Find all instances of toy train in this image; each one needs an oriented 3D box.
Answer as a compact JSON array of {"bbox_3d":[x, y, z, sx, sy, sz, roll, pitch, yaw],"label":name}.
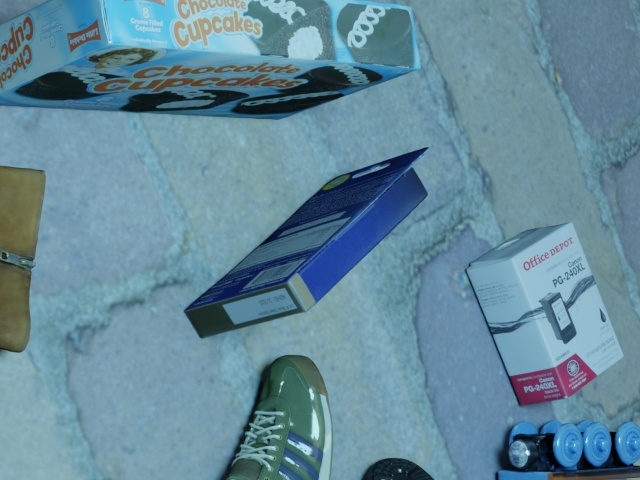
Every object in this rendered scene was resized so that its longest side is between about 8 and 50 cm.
[{"bbox_3d":[0.247,0.228,1.750,0.184,0.080,0.105,5,85,-44],"label":"toy train"}]

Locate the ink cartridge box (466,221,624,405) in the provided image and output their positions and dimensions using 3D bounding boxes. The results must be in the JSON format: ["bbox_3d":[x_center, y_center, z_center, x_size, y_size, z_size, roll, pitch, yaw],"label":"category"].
[{"bbox_3d":[0.221,0.070,1.772,0.109,0.063,0.150,-28,99,-43],"label":"ink cartridge box"}]

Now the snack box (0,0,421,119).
[{"bbox_3d":[-0.097,-0.149,1.450,0.322,0.187,0.060,-1,80,-42],"label":"snack box"}]

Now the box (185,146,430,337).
[{"bbox_3d":[0.000,0.000,1.535,0.225,0.136,0.036,-44,108,-40],"label":"box"}]

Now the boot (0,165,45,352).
[{"bbox_3d":[-0.309,-0.067,1.297,0.280,0.096,0.264,12,71,-41],"label":"boot"}]

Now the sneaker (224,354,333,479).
[{"bbox_3d":[-0.040,0.188,1.498,0.086,0.064,0.192,8,77,-46],"label":"sneaker"}]

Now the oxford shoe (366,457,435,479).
[{"bbox_3d":[0.082,0.295,1.564,0.083,0.096,0.227,-3,53,-18],"label":"oxford shoe"}]
